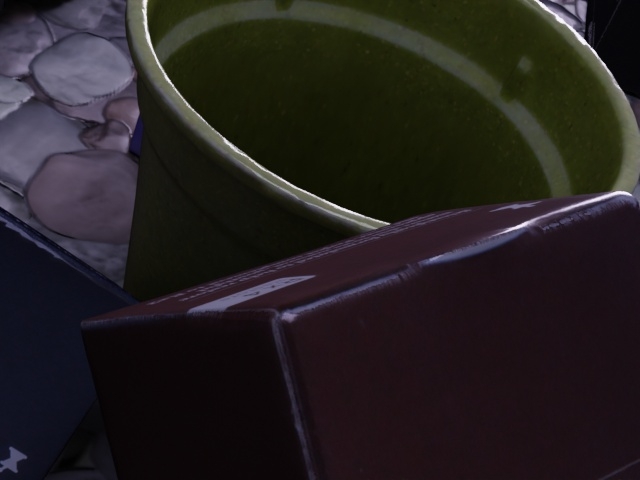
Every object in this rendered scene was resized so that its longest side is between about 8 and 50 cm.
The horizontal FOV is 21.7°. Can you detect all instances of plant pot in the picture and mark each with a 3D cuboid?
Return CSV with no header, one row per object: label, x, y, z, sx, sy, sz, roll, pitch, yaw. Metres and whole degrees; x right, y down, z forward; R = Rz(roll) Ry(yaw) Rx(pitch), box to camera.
plant pot,0.000,0.000,0.929,0.276,0.254,0.276,13,39,-11

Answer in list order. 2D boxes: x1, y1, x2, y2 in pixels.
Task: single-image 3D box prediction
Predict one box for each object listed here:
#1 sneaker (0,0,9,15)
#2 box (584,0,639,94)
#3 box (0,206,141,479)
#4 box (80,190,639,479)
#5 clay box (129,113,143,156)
sneaker,-0.244,-0.225,1.198,0.130,0.109,0.286,27,36,16
box,0.310,-0.264,1.448,0.103,0.184,0.261,22,38,-5
box,-0.178,0.031,0.794,0.153,0.108,0.207,34,-5,-11
box,0.055,0.187,0.658,0.191,0.381,0.143,-16,8,-39
clay box,-0.011,-0.060,1.096,0.222,0.127,0.053,32,40,12
